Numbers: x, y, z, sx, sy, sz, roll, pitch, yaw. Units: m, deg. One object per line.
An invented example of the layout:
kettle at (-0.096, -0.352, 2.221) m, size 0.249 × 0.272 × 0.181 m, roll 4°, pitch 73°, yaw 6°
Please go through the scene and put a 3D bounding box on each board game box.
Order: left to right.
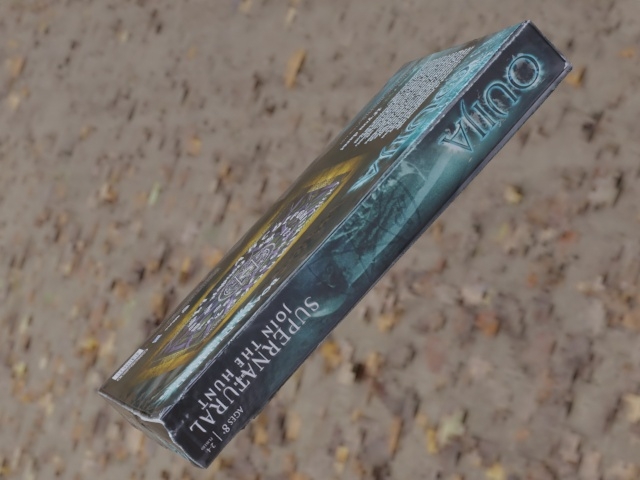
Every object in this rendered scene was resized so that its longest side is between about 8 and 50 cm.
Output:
board game box at (0.000, 0.000, 0.566) m, size 0.186 × 0.026 × 0.126 m, roll -47°, pitch 12°, yaw -11°
